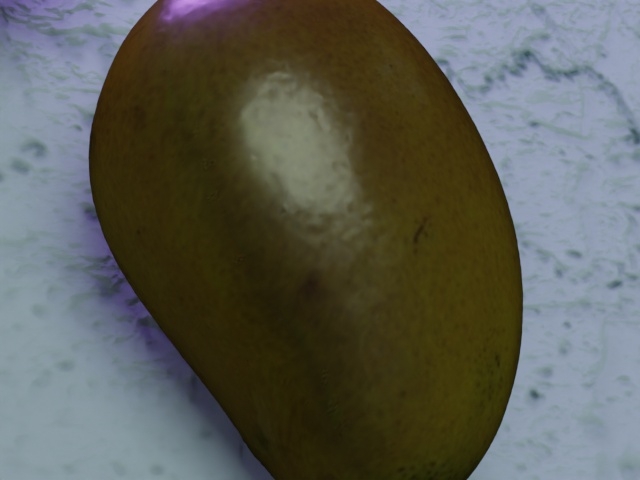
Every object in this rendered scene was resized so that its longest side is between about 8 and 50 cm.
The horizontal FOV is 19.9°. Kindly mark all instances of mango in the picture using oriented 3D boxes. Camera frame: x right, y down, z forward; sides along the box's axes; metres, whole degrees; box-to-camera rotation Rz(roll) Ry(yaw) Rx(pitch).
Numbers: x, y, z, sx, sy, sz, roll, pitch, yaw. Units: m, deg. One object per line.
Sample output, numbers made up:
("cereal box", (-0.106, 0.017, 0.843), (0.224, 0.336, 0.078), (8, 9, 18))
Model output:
("mango", (0.000, 0.000, 1.186), (0.264, 0.221, 0.378), (-13, 74, -33))
